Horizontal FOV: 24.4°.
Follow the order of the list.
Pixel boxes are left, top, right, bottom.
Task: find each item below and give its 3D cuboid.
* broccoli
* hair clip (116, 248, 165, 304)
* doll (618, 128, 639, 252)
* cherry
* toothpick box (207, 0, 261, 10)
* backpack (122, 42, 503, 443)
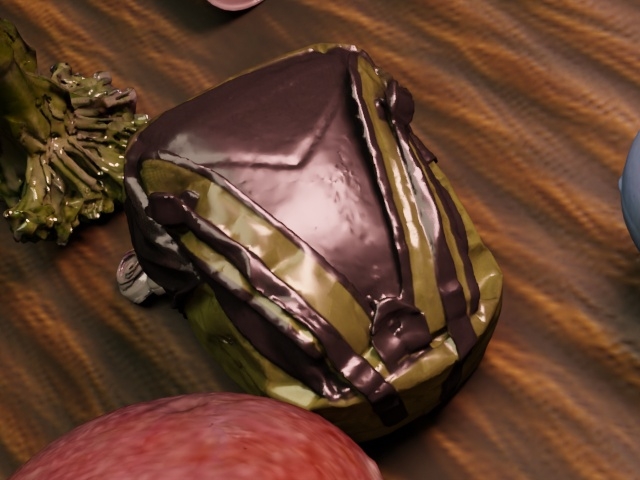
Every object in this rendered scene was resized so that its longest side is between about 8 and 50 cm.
[{"bbox_3d":[-0.231,-0.114,1.076,0.145,0.304,0.165,-43,66,-5],"label":"broccoli"},{"bbox_3d":[-0.072,-0.008,1.089,0.172,0.049,0.116,-6,43,34],"label":"hair clip"},{"bbox_3d":[0.284,0.005,0.826,0.177,0.141,0.314,-23,54,-16],"label":"doll"},{"bbox_3d":[-0.080,0.198,0.805,0.261,0.307,0.221,-21,86,2],"label":"cherry"},{"bbox_3d":[-0.101,-0.268,1.240,0.098,0.098,0.149,-43,50,-5],"label":"toothpick box"},{"bbox_3d":[0.000,0.000,0.940,0.207,0.140,0.253,-30,72,-18],"label":"backpack"}]
